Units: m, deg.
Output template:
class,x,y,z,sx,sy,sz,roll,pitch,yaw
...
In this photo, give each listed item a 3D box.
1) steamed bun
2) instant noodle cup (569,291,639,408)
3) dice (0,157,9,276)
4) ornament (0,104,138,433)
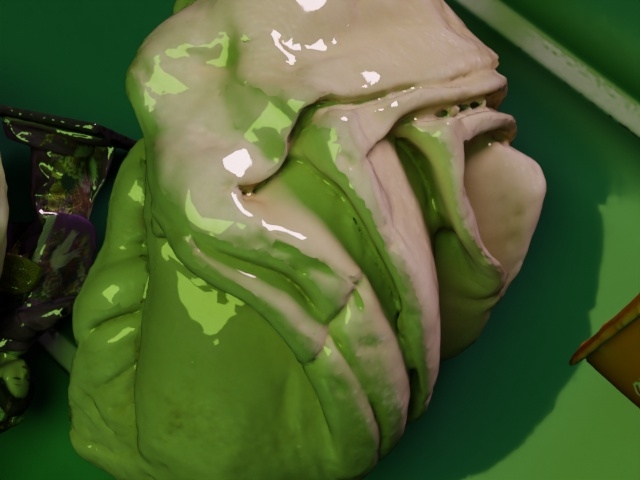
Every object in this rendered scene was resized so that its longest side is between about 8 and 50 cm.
class,x,y,z,sx,sy,sz,roll,pitch,yaw
steamed bun,0.000,0.002,0.879,0.203,0.276,0.289,18,65,12
instant noodle cup,0.262,0.051,0.789,0.230,0.230,0.182,-41,79,12
dice,-0.352,0.000,0.974,0.250,0.252,0.254,30,110,43
ornament,-0.168,0.020,1.025,0.081,0.088,0.203,5,83,18
